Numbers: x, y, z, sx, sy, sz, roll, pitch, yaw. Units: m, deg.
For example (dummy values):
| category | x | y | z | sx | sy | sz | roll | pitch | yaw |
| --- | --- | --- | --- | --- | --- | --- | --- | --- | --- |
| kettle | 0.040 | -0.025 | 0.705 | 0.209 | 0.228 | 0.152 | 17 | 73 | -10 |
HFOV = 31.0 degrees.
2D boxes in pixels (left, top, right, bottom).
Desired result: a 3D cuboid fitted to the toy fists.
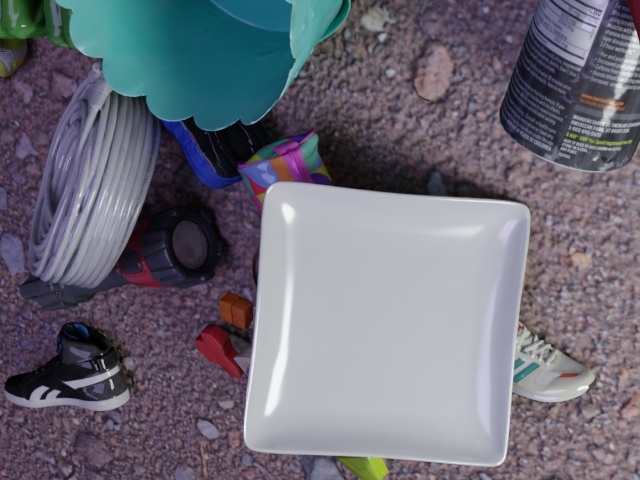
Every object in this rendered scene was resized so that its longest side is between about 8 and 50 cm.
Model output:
| category | x | y | z | sx | sy | sz | roll | pitch | yaw |
| --- | --- | --- | --- | --- | --- | --- | --- | --- | --- |
| toy fists | -0.294 | -0.278 | 1.346 | 0.279 | 0.142 | 0.096 | 14 | 119 | 30 |

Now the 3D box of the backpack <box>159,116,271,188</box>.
| category | x | y | z | sx | sy | sz | roll | pitch | yaw |
| --- | --- | --- | --- | --- | --- | --- | --- | --- | --- |
| backpack | -0.116 | -0.122 | 1.327 | 0.120 | 0.098 | 0.101 | 55 | 160 | 1 |

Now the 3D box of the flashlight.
| category | x | y | z | sx | sy | sz | roll | pitch | yaw |
| --- | --- | --- | --- | --- | --- | --- | --- | --- | --- |
| flashlight | -0.259 | 0.030 | 1.505 | 0.304 | 0.103 | 0.103 | -14 | 136 | 44 |

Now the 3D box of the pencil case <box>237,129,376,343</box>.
| category | x | y | z | sx | sy | sz | roll | pitch | yaw |
| --- | --- | --- | --- | --- | --- | --- | --- | --- | --- |
| pencil case | 0.000 | 0.000 | 1.252 | 0.104 | 0.104 | 0.236 | -22 | 99 | 40 |

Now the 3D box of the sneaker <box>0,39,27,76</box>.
| category | x | y | z | sx | sy | sz | roll | pitch | yaw |
| --- | --- | --- | --- | --- | --- | --- | --- | --- | --- |
| sneaker | -0.494 | -0.295 | 1.517 | 0.240 | 0.091 | 0.126 | 50 | 131 | 4 |

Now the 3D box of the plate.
| category | x | y | z | sx | sy | sz | roll | pitch | yaw |
| --- | --- | --- | --- | --- | --- | --- | --- | --- | --- |
| plate | 0.066 | 0.086 | 1.193 | 0.278 | 0.045 | 0.277 | 5 | 94 | -8 |

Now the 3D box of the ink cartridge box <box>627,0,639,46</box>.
| category | x | y | z | sx | sy | sz | roll | pitch | yaw |
| --- | --- | --- | --- | --- | --- | --- | --- | --- | --- |
| ink cartridge box | 0.316 | -0.347 | 0.794 | 0.279 | 0.160 | 0.384 | -18 | 101 | 10 |

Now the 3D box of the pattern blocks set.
| category | x | y | z | sx | sy | sz | roll | pitch | yaw |
| --- | --- | --- | --- | --- | --- | --- | --- | --- | --- |
| pattern blocks set | -0.026 | 0.178 | 1.362 | 0.285 | 0.026 | 0.325 | 47 | 154 | -1 |

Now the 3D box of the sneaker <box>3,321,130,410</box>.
| category | x | y | z | sx | sy | sz | roll | pitch | yaw |
| --- | --- | --- | --- | --- | --- | --- | --- | --- | --- |
| sneaker | -0.375 | 0.175 | 1.672 | 0.217 | 0.079 | 0.121 | -1 | 107 | 27 |

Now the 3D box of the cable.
| category | x | y | z | sx | sy | sz | roll | pitch | yaw |
| --- | --- | --- | --- | --- | --- | --- | --- | --- | --- |
| cable | -0.277 | -0.069 | 1.387 | 0.257 | 0.089 | 0.257 | -14 | 63 | 64 |

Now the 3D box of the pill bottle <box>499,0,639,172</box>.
| category | x | y | z | sx | sy | sz | roll | pitch | yaw |
| --- | --- | --- | --- | --- | --- | --- | --- | --- | --- |
| pill bottle | 0.252 | -0.192 | 1.001 | 0.130 | 0.130 | 0.245 | 31 | 126 | 21 |

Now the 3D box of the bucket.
| category | x | y | z | sx | sy | sz | roll | pitch | yaw |
| --- | --- | --- | --- | --- | --- | --- | --- | --- | --- |
| bucket | -0.105 | -0.266 | 1.153 | 0.281 | 0.183 | 0.281 | 19 | 137 | 19 |

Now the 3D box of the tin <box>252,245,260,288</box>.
| category | x | y | z | sx | sy | sz | roll | pitch | yaw |
| --- | --- | --- | --- | --- | --- | --- | --- | --- | --- |
| tin | 0.001 | 0.031 | 1.352 | 0.190 | 0.040 | 0.106 | -17 | 96 | 39 |

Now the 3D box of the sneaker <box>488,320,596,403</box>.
| category | x | y | z | sx | sy | sz | roll | pitch | yaw |
| --- | --- | --- | --- | --- | --- | --- | --- | --- | --- |
| sneaker | 0.212 | 0.119 | 1.226 | 0.161 | 0.057 | 0.075 | 13 | 124 | 34 |
